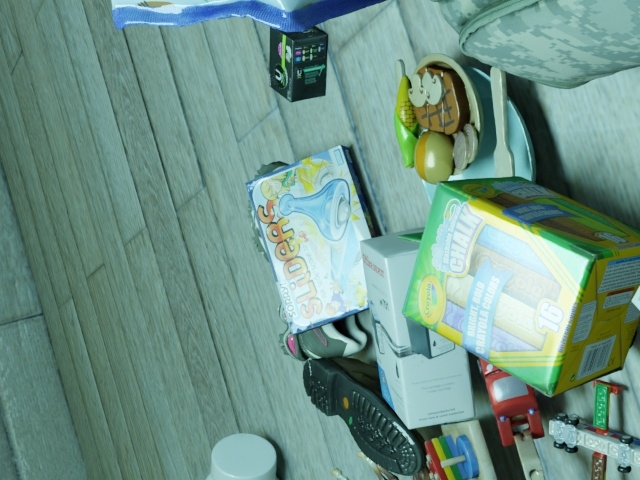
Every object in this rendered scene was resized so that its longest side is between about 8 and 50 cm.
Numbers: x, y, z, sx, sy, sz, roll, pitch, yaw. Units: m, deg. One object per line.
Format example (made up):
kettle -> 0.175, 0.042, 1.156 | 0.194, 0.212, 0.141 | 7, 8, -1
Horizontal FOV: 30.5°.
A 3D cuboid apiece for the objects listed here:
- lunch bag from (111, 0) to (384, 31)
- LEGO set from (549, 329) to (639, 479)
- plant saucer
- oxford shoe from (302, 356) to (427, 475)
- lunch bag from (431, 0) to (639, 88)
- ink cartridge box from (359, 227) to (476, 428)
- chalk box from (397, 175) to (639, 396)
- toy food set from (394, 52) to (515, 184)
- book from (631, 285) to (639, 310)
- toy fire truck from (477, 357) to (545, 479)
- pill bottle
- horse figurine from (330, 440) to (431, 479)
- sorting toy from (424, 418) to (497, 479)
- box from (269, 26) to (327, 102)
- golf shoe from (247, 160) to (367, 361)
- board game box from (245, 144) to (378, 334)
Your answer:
lunch bag -> -0.001, -0.373, 1.023 | 0.238, 0.385, 0.328 | 10, 113, 30
LEGO set -> 0.304, 0.197, 1.059 | 0.182, 0.060, 0.244 | -50, 58, 44
plant saucer -> 0.164, -0.082, 1.180 | 0.195, 0.037, 0.195 | 39, 136, 51
oxford shoe -> 0.074, 0.201, 1.428 | 0.227, 0.096, 0.083 | 43, 133, 48
lunch bag -> 0.208, -0.236, 0.833 | 0.256, 0.213, 0.305 | 41, 161, -18
ink cartridge box -> 0.106, 0.093, 1.294 | 0.139, 0.082, 0.191 | -141, 40, -78
chalk box -> 0.168, 0.023, 1.039 | 0.213, 0.132, 0.132 | 29, 115, 36
toy food set -> 0.116, -0.119, 1.170 | 0.192, 0.038, 0.133 | 16, 116, 60
book -> 0.319, 0.078, 0.889 | 0.144, 0.096, 0.035 | 56, 147, 35
toy fire truck -> 0.202, 0.199, 1.159 | 0.192, 0.047, 0.135 | 63, -167, -58
pill bottle -> -0.126, 0.429, 1.885 | 0.131, 0.131, 0.229 | 46, 140, 46
horse figurine -> 0.085, 0.349, 1.487 | 0.174, 0.066, 0.263 | 50, 140, 8
sorting toy -> 0.152, 0.266, 1.273 | 0.274, 0.046, 0.132 | 123, 132, -78
box -> -0.029, -0.225, 1.472 | 0.062, 0.052, 0.083 | 42, 139, 48
golf shoe -> -0.007, 0.024, 1.526 | 0.120, 0.105, 0.273 | -5, 103, 47
board game box -> 0.000, 0.000, 1.448 | 0.035, 0.136, 0.201 | 7, -117, -71
